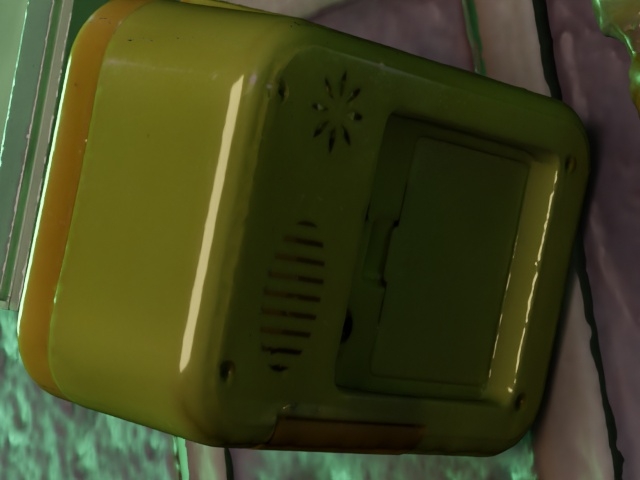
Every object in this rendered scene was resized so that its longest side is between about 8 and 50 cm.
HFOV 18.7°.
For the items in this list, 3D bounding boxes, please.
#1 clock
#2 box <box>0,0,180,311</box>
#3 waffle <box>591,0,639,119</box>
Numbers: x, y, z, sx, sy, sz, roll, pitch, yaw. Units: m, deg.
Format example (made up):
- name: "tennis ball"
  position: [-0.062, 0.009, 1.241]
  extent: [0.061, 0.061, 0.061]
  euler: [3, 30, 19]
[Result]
- name: "clock"
  position: [0.000, 0.000, 0.678]
  extent: [0.096, 0.202, 0.143]
  euler: [15, 93, 38]
- name: "box"
  position: [-0.133, -0.083, 0.877]
  extent: [0.129, 0.086, 0.225]
  euler: [7, 87, 40]
- name: "waffle"
  position: [0.185, -0.113, 0.643]
  extent: [0.223, 0.054, 0.204]
  euler: [-47, 57, 22]
